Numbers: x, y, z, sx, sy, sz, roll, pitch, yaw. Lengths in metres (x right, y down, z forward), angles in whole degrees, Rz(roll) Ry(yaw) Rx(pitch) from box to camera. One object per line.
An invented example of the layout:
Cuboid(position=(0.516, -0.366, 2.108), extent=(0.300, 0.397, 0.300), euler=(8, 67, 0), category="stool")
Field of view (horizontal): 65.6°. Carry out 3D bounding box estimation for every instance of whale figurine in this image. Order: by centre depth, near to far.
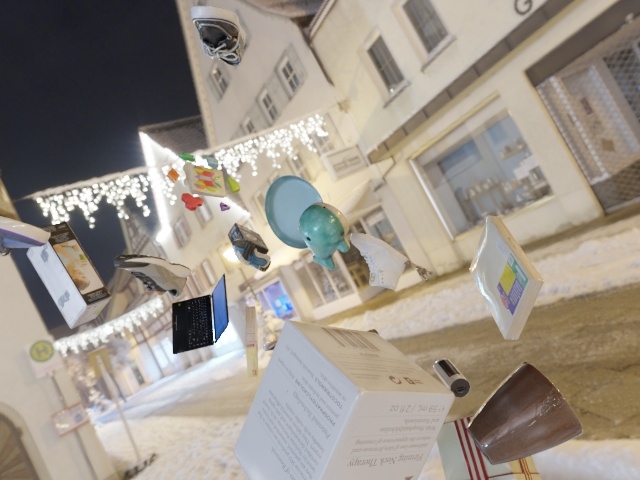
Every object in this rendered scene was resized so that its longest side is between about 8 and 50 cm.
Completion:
Cuboid(position=(0.000, 0.000, 1.759), extent=(0.141, 0.216, 0.272), euler=(-39, -35, -39), category="whale figurine")

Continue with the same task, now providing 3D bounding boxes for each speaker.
Cuboid(position=(0.351, 0.366, 1.329), extent=(0.055, 0.055, 0.136), euler=(-28, 11, 0), category="speaker")

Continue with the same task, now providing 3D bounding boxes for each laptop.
Cuboid(position=(-0.474, 0.286, 1.939), extent=(0.264, 0.234, 0.136), euler=(-13, -37, 0), category="laptop")

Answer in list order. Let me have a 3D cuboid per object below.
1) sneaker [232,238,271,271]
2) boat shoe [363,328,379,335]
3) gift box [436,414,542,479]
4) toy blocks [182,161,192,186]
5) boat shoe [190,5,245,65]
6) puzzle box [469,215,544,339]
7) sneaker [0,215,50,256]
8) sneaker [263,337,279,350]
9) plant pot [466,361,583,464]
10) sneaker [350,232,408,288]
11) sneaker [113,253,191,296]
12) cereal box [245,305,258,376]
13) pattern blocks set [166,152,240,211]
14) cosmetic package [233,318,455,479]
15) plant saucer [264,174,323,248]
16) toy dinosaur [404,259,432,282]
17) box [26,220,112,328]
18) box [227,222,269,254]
Cuboid(position=(-0.232, 0.044, 1.537), extent=(0.071, 0.083, 0.190), euler=(-66, -29, -15), category="sneaker")
Cuboid(position=(0.116, 0.418, 1.780), extent=(0.104, 0.110, 0.307), euler=(-20, 0, 31), category="boat shoe")
Cuboid(position=(0.505, 0.694, 1.547), extent=(0.276, 0.258, 0.255), euler=(21, -42, -41), category="gift box")
Cuboid(position=(-0.582, -0.286, 2.309), extent=(0.054, 0.123, 0.148), euler=(-9, -12, 11), category="toy blocks")
Cuboid(position=(-0.271, -0.541, 1.338), extent=(0.113, 0.104, 0.306), euler=(3, 7, -1), category="boat shoe")
Cuboid(position=(0.669, 0.128, 1.829), extent=(0.052, 0.272, 0.409), euler=(3, 34, -7), category="puzzle box")
Cuboid(position=(-0.832, 0.047, 1.157), extent=(0.323, 0.236, 0.130), euler=(14, -7, -18), category="sneaker")
Cuboid(position=(-0.179, 0.507, 2.405), extent=(0.215, 0.083, 0.084), euler=(-7, -14, -37), category="sneaker")
Cuboid(position=(0.506, 0.470, 1.290), extent=(0.230, 0.215, 0.215), euler=(-33, -3, -3), category="plant pot")
Cuboid(position=(0.221, 0.095, 1.987), extent=(0.108, 0.293, 0.169), euler=(-5, 60, 58), category="sneaker")
Cuboid(position=(-0.500, 0.105, 1.492), extent=(0.100, 0.108, 0.271), euler=(4, -15, 31), category="sneaker")
Cuboid(position=(-0.282, 0.413, 2.042), extent=(0.047, 0.173, 0.240), euler=(-3, 37, -6), category="cereal box")
Cuboid(position=(-0.444, -0.229, 1.912), extent=(0.285, 0.325, 0.026), euler=(-1, -44, -40), category="pattern blocks set")
Cuboid(position=(0.047, 0.454, 1.219), extent=(0.329, 0.393, 0.327), euler=(15, 11, -37), category="cosmetic package")
Cuboid(position=(-0.099, -0.120, 2.074), extent=(0.318, 0.317, 0.044), euler=(-30, -2, 39), category="plant saucer")
Cuboid(position=(0.425, 0.129, 2.054), extent=(0.053, 0.183, 0.092), euler=(-50, 35, 8), category="toy dinosaur")
Cuboid(position=(-0.785, 0.108, 1.546), extent=(0.169, 0.290, 0.087), euler=(-42, -11, 37), category="box")
Cuboid(position=(-0.344, 0.009, 2.354), extent=(0.077, 0.147, 0.180), euler=(-56, 33, 11), category="box")
